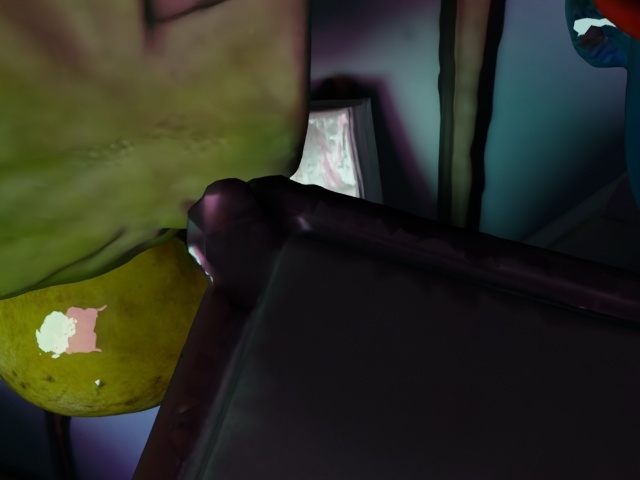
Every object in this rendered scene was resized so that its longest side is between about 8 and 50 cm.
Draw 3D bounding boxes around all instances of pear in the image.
[{"bbox_3d":[-0.087,0.024,0.562,0.131,0.107,0.107,-32,106,35],"label":"pear"}]

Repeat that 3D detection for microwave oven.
[{"bbox_3d":[0.067,0.104,0.401,0.247,0.188,0.178,17,156,8],"label":"microwave oven"}]

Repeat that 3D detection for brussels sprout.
[{"bbox_3d":[-0.130,-0.079,0.447,0.271,0.210,0.219,2,131,10],"label":"brussels sprout"}]

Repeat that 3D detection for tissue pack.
[{"bbox_3d":[0.000,0.000,0.529,0.056,0.023,0.108,2,107,33],"label":"tissue pack"}]

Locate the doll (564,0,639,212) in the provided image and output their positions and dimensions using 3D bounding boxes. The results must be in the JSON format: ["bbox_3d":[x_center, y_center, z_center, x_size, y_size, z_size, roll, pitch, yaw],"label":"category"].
[{"bbox_3d":[0.115,-0.110,0.289,0.198,0.186,0.322,1,125,41],"label":"doll"}]

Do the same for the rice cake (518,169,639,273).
[{"bbox_3d":[0.123,0.065,0.525,0.189,0.037,0.198,41,134,-5],"label":"rice cake"}]
